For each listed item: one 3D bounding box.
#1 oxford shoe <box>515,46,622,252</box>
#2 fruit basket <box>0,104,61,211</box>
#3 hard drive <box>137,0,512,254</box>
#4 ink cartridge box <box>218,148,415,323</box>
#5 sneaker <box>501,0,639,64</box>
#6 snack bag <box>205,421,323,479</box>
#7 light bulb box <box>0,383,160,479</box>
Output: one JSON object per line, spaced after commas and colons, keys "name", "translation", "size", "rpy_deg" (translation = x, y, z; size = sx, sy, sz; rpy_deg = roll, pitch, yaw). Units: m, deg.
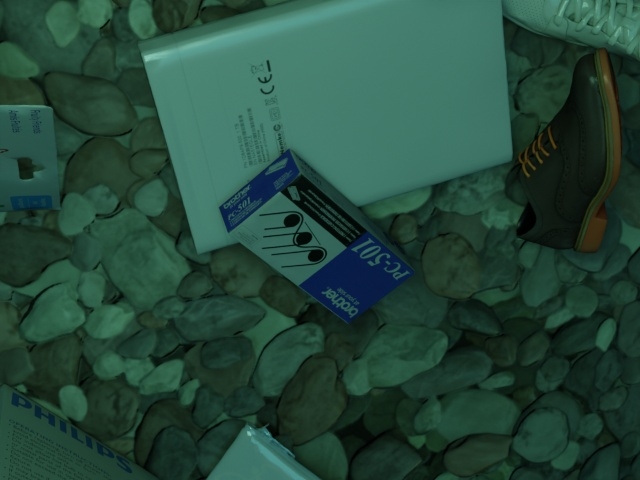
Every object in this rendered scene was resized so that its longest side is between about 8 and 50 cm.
{"name": "oxford shoe", "translation": [0.255, -0.083, 1.154], "size": [0.098, 0.097, 0.271], "rpy_deg": [1, 136, 5]}
{"name": "fruit basket", "translation": [-0.401, -0.042, 0.932], "size": [0.353, 0.327, 0.165], "rpy_deg": [2, 77, -13]}
{"name": "hard drive", "translation": [0.017, -0.137, 1.118], "size": [0.353, 0.047, 0.233], "rpy_deg": [-17, 124, -8]}
{"name": "ink cartridge box", "translation": [0.000, 0.000, 1.145], "size": [0.097, 0.046, 0.207], "rpy_deg": [-38, 132, 14]}
{"name": "sneaker", "translation": [0.309, -0.229, 1.115], "size": [0.292, 0.169, 0.108], "rpy_deg": [14, 107, -18]}
{"name": "snack bag", "translation": [-0.052, 0.429, 1.275], "size": [0.323, 0.037, 0.342], "rpy_deg": [37, 97, -1]}
{"name": "light bulb box", "translation": [-0.332, 0.395, 1.071], "size": [0.225, 0.361, 0.358], "rpy_deg": [38, 97, -22]}
